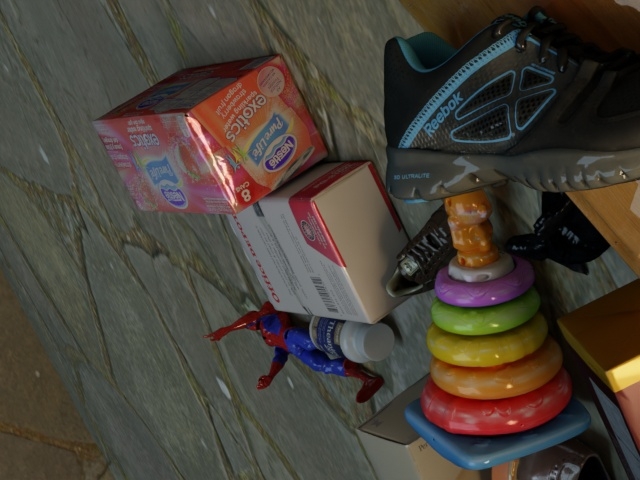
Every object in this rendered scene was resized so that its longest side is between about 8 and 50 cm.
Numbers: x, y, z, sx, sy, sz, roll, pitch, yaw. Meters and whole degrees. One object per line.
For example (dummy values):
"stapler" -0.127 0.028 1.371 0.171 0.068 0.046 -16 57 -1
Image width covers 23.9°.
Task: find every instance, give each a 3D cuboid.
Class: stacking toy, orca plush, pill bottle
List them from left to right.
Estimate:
"pill bottle" 0.042 0.122 1.960 0.120 0.067 0.067 12 130 58
"stacking toy" 0.172 0.071 1.588 0.175 0.166 0.302 31 136 61
"orca plush" 0.217 -0.040 1.389 0.151 0.102 0.287 52 156 9

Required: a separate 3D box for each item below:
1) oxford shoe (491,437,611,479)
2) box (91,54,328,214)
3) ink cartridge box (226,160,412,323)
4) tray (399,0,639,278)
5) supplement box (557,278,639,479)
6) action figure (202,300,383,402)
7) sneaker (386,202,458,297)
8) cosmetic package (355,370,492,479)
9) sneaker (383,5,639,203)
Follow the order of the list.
"oxford shoe" 0.309 0.382 1.720 0.133 0.130 0.363 4 124 53
"box" -0.145 -0.129 1.897 0.300 0.154 0.142 3 123 60
"ink cartridge box" 0.000 0.000 1.848 0.237 0.100 0.172 3 123 60
"tray" 0.195 -0.188 1.213 0.411 0.076 0.203 50 137 12
"supplement box" 0.330 0.123 1.230 0.194 0.191 0.129 64 179 -18
"action figure" -0.053 0.163 2.116 0.280 0.139 0.091 25 140 53
"sneaker" 0.125 0.017 1.671 0.066 0.071 0.188 50 156 14
"cosmetic package" 0.184 0.319 1.832 0.113 0.160 0.309 11 131 57
"sneaker" 0.174 -0.108 1.131 0.341 0.125 0.139 -4 97 41
